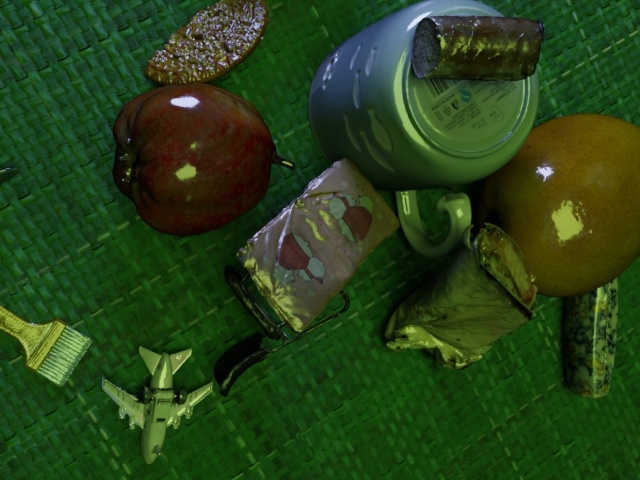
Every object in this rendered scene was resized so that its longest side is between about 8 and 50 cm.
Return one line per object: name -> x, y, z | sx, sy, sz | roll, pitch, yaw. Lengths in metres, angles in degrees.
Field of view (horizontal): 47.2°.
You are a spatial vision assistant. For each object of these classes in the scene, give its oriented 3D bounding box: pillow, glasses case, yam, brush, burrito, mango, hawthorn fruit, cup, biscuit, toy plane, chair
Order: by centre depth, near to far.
yam -> 0.185, -0.225, 0.858 | 0.141, 0.079, 0.079 | -2, 94, -15
pillow -> 0.000, 0.000, 0.972 | 0.135, 0.049, 0.248 | 53, 52, -11
hawthorn fruit -> -0.149, -0.109, 0.992 | 0.248, 0.208, 0.207 | -3, 94, -35
brush -> -0.428, 0.115, 1.010 | 0.218, 0.010, 0.082 | 35, 83, -15
biscuit -> -0.146, -0.283, 1.026 | 0.206, 0.126, 0.025 | -46, 147, -11
cup -> 0.151, -0.148, 1.035 | 0.260, 0.274, 0.356 | -10, 95, -16
chair -> -0.094, 0.097, 1.049 | 0.221, 0.140, 0.145 | -39, 100, -7
toy plane -> -0.233, 0.238, 1.051 | 0.162, 0.066, 0.171 | 7, 86, -28
burrito -> 0.217, 0.092, 1.062 | 0.175, 0.347, 0.107 | 6, 57, -14
mango -> 0.408, -0.066, 1.151 | 0.378, 0.221, 0.263 | -26, 89, -28
glasses case -> 0.458, 0.142, 1.245 | 0.065, 0.087, 0.247 | -1, 95, -22

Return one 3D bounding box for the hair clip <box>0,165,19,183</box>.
hair clip -> -0.487, -0.014, 0.971 | 0.070, 0.039, 0.229 | 30, 90, 3
